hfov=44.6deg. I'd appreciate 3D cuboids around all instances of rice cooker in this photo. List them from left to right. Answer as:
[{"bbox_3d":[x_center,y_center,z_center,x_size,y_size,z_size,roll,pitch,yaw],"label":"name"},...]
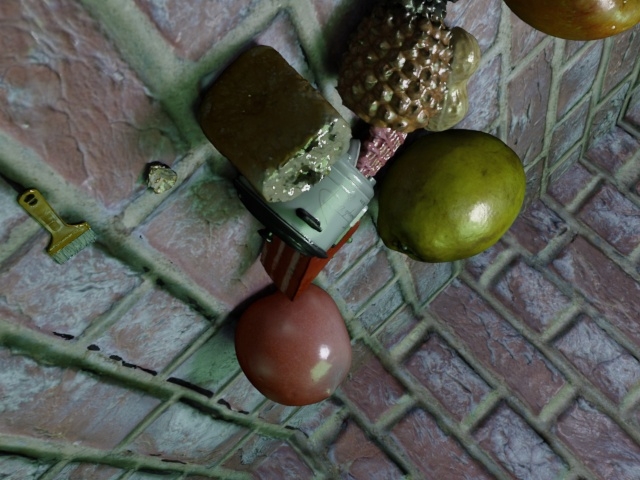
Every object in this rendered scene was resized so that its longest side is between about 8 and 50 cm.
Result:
[{"bbox_3d":[-0.037,-0.090,1.520,0.241,0.280,0.227,40,91,-27],"label":"rice cooker"}]

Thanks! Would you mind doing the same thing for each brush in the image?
[{"bbox_3d":[-0.426,-0.026,1.250,0.082,0.010,0.218,-40,158,-12],"label":"brush"}]

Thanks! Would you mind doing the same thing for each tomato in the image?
[{"bbox_3d":[-0.060,0.276,2.027,0.322,0.321,0.321,-37,157,-19],"label":"tomato"}]

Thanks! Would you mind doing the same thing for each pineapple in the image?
[{"bbox_3d":[0.164,-0.392,1.419,0.223,0.223,0.357,-21,137,-45],"label":"pineapple"}]

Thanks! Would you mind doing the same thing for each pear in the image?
[{"bbox_3d":[0.326,-0.119,1.990,0.413,0.352,0.352,-38,157,-28],"label":"pear"}]

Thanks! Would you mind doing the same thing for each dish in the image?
[{"bbox_3d":[0.030,-0.168,1.733,0.141,0.078,0.141,-163,-90,-84],"label":"dish"}]

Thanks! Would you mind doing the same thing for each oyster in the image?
[{"bbox_3d":[-0.279,-0.111,1.350,0.054,0.019,0.083,-41,160,-5],"label":"oyster"}]

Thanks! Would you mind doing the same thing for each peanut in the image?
[{"bbox_3d":[0.286,-0.354,1.757,0.120,0.136,0.298,-31,154,-23],"label":"peanut"}]

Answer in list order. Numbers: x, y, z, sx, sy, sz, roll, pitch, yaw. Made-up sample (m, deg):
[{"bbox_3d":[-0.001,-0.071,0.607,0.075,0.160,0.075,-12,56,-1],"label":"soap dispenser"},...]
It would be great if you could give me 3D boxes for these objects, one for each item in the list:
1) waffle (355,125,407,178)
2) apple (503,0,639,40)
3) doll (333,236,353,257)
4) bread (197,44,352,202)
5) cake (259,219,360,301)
[{"bbox_3d":[0.145,-0.227,1.797,0.221,0.055,0.234,-41,163,-42],"label":"waffle"},{"bbox_3d":[0.489,-0.576,1.465,0.374,0.374,0.384,-39,143,-15],"label":"apple"},{"bbox_3d":[0.000,0.000,1.989,0.150,0.077,0.115,-36,121,6],"label":"doll"},{"bbox_3d":[-0.067,-0.177,1.304,0.195,0.246,0.176,-43,157,4],"label":"bread"},{"bbox_3d":[-0.029,-0.009,1.791,0.160,0.158,0.262,-27,154,-35],"label":"cake"}]
